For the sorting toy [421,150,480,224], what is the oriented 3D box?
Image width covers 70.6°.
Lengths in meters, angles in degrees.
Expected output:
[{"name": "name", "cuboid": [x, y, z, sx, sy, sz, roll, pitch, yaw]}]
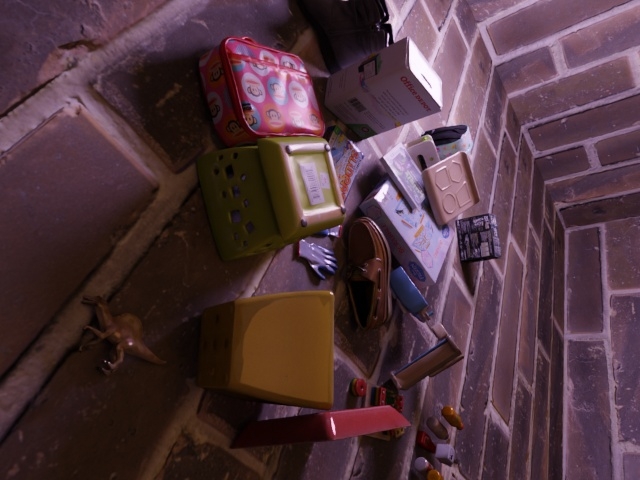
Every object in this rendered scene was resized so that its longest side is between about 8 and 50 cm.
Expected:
[{"name": "sorting toy", "cuboid": [0.432, -0.176, 1.504, 0.208, 0.038, 0.193, -28, 104, -27]}]

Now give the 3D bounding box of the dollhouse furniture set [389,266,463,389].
[{"name": "dollhouse furniture set", "cuboid": [0.256, 0.266, 1.370, 0.303, 0.198, 0.286, 59, 7, 27]}]

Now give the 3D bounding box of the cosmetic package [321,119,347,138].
[{"name": "cosmetic package", "cuboid": [0.048, -0.279, 1.286, 0.115, 0.041, 0.060, 41, 52, -37]}]

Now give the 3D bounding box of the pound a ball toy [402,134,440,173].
[{"name": "pound a ball toy", "cuboid": [0.388, -0.210, 1.633, 0.208, 0.135, 0.319, -66, 134, -66]}]

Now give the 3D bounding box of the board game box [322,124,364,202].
[{"name": "board game box", "cuboid": [0.036, -0.187, 1.217, 0.136, 0.035, 0.201, 37, 66, -38]}]

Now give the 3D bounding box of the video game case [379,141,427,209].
[{"name": "video game case", "cuboid": [0.275, -0.209, 1.438, 0.190, 0.022, 0.173, 55, 38, -7]}]

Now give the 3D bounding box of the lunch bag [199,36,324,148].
[{"name": "lunch bag", "cuboid": [-0.131, -0.339, 1.036, 0.293, 0.120, 0.258, -13, 86, -53]}]

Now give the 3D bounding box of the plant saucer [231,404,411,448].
[{"name": "plant saucer", "cuboid": [0.003, 0.362, 0.885, 0.258, 0.259, 0.048, 18, 57, -47]}]

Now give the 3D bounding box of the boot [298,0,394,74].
[{"name": "boot", "cuboid": [0.076, -0.665, 1.284, 0.118, 0.222, 0.338, -48, 116, -45]}]

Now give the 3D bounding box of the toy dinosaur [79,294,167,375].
[{"name": "toy dinosaur", "cuboid": [-0.312, 0.165, 0.716, 0.183, 0.053, 0.093, 55, 42, -25]}]

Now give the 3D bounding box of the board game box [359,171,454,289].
[{"name": "board game box", "cuboid": [0.287, -0.062, 1.433, 0.318, 0.066, 0.319, 53, 39, -10]}]

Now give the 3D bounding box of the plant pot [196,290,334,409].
[{"name": "plant pot", "cuboid": [-0.113, 0.199, 0.843, 0.187, 0.212, 0.212, 14, 69, -35]}]

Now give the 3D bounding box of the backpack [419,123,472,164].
[{"name": "backpack", "cuboid": [0.482, -0.358, 1.718, 0.144, 0.188, 0.166, 57, 42, -23]}]

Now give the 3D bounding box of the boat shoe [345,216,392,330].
[{"name": "boat shoe", "cuboid": [0.126, 0.089, 1.223, 0.104, 0.110, 0.308, -9, 87, -52]}]

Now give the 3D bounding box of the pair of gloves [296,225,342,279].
[{"name": "pair of gloves", "cuboid": [0.000, 0.000, 1.166, 0.159, 0.023, 0.198, 28, 58, -43]}]

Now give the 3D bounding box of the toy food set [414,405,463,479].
[{"name": "toy food set", "cuboid": [0.357, 0.626, 1.350, 0.104, 0.111, 0.232, 50, 43, -29]}]

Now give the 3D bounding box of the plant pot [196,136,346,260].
[{"name": "plant pot", "cuboid": [-0.088, -0.098, 0.941, 0.227, 0.207, 0.228, -17, 94, -52]}]

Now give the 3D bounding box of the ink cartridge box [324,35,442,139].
[{"name": "ink cartridge box", "cuboid": [0.183, -0.426, 1.303, 0.201, 0.278, 0.117, 30, 58, -43]}]

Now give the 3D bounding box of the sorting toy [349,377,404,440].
[{"name": "sorting toy", "cuboid": [0.172, 0.467, 1.224, 0.274, 0.046, 0.132, 34, 56, -41]}]

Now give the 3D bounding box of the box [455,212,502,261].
[{"name": "box", "cuboid": [0.647, -0.008, 1.853, 0.077, 0.147, 0.180, 10, 72, -48]}]
